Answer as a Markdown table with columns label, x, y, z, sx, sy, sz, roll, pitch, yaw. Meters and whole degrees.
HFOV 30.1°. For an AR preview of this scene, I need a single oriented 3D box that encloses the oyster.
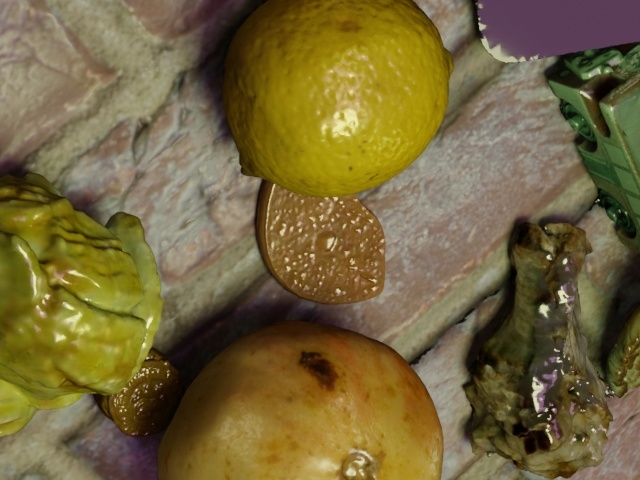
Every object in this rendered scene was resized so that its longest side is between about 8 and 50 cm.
| label | x | y | z | sx | sy | sz | roll | pitch | yaw |
| --- | --- | --- | --- | --- | --- | --- | --- | --- | --- |
| oyster | 0.299 | 0.143 | 1.546 | 0.198 | 0.133 | 0.337 | 9 | 90 | 0 |

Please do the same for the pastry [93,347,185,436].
| label | x | y | z | sx | sy | sz | roll | pitch | yaw |
| --- | --- | --- | --- | --- | --- | --- | --- | --- | --- |
| pastry | -0.209 | 0.172 | 1.371 | 0.097 | 0.057 | 0.109 | -29 | 120 | -19 |

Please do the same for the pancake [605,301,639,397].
| label | x | y | z | sx | sy | sz | roll | pitch | yaw |
| --- | --- | --- | --- | --- | --- | --- | --- | --- | --- |
| pancake | 0.476 | 0.076 | 1.567 | 0.197 | 0.054 | 0.376 | -7 | 140 | -40 |

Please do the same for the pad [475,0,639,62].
| label | x | y | z | sx | sy | sz | roll | pitch | yaw |
| --- | --- | --- | --- | --- | --- | --- | --- | --- | --- |
| pad | 0.249 | -0.402 | 1.387 | 0.315 | 0.063 | 0.375 | -9 | 106 | -4 |

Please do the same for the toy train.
| label | x | y | z | sx | sy | sz | roll | pitch | yaw |
| --- | --- | --- | --- | --- | --- | --- | --- | --- | --- |
| toy train | 0.413 | -0.107 | 1.502 | 0.129 | 0.159 | 0.326 | -35 | 120 | -7 |

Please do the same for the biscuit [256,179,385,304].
| label | x | y | z | sx | sy | sz | roll | pitch | yaw |
| --- | --- | --- | --- | --- | --- | --- | --- | --- | --- |
| biscuit | 0.000 | 0.000 | 1.420 | 0.142 | 0.029 | 0.221 | -48 | 121 | -4 |

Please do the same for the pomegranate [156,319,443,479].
| label | x | y | z | sx | sy | sz | roll | pitch | yaw |
| --- | --- | --- | --- | --- | --- | --- | --- | --- | --- |
| pomegranate | -0.033 | 0.256 | 1.356 | 0.343 | 0.342 | 0.342 | -8 | 111 | -22 |

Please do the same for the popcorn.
| label | x | y | z | sx | sy | sz | roll | pitch | yaw |
| --- | --- | --- | --- | --- | --- | --- | --- | --- | --- |
| popcorn | -0.306 | 0.064 | 1.201 | 0.225 | 0.276 | 0.276 | -11 | 118 | -61 |

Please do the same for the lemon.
| label | x | y | z | sx | sy | sz | roll | pitch | yaw |
| --- | --- | --- | --- | --- | --- | --- | --- | --- | --- |
| lemon | 0.021 | -0.166 | 1.259 | 0.253 | 0.228 | 0.228 | -34 | 119 | -18 |
